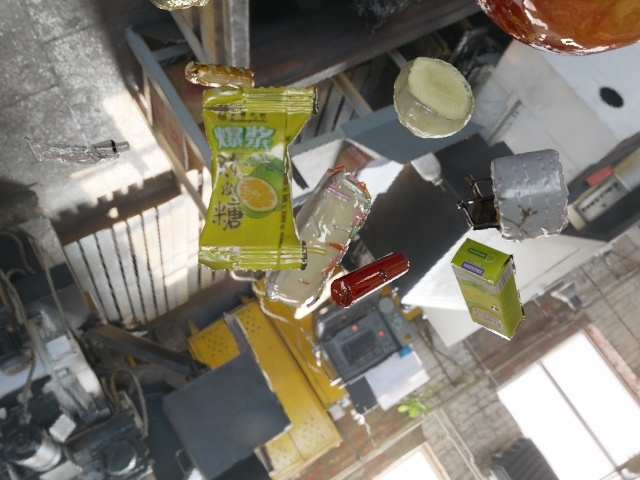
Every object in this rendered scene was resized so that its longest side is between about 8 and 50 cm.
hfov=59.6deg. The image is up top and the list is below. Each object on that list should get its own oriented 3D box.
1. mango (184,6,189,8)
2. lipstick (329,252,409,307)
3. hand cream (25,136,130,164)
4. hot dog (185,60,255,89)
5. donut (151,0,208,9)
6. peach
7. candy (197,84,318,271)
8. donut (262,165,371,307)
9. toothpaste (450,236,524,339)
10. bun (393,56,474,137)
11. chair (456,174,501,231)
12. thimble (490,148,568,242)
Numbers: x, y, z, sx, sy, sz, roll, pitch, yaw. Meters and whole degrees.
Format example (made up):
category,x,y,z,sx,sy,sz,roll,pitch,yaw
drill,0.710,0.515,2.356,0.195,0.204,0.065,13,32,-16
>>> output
category,x,y,z,sx,sy,sz,roll,pitch,yaw
mango,-0.507,-0.875,1.802,0.201,0.199,0.350,-14,171,18
lipstick,0.125,0.091,1.380,0.279,0.073,0.073,-22,161,-51
hand cream,-0.612,-0.228,1.419,0.257,0.050,0.084,-2,149,0
hot dog,-0.301,-0.509,1.721,0.269,0.109,0.072,-15,122,-51
donut,-0.312,-0.585,1.086,0.128,0.261,0.208,-37,174,-25
peach,0.317,-0.394,0.684,0.332,0.308,0.308,12,148,-12
candy,-0.100,-0.095,0.887,0.187,0.297,0.081,0,-172,-10
donut,0.000,0.000,1.372,0.382,0.142,0.382,-60,178,-3
toothpaste,0.390,0.117,1.285,0.077,0.110,0.327,-54,144,-15
bun,0.330,-0.412,1.678,0.259,0.259,0.152,-22,165,-34
chair,0.427,-0.059,1.329,0.106,0.229,0.113,-8,-134,40
thimble,0.366,-0.080,0.982,0.118,0.127,0.151,-9,127,13
